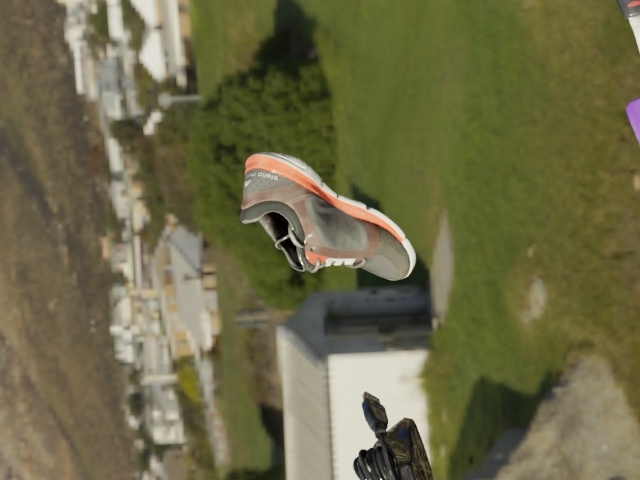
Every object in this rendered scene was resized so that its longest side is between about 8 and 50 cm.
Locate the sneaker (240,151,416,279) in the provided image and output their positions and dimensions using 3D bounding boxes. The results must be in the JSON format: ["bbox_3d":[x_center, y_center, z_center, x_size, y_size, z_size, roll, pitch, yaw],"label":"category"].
[{"bbox_3d":[0.000,0.000,0.904,0.061,0.158,0.065,-14,51,51],"label":"sneaker"}]

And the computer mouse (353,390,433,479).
[{"bbox_3d":[0.065,0.229,1.287,0.262,0.060,0.184,-80,-29,-72],"label":"computer mouse"}]

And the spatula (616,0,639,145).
[{"bbox_3d":[0.339,-0.212,1.334,0.030,0.084,0.296,101,152,-80],"label":"spatula"}]
